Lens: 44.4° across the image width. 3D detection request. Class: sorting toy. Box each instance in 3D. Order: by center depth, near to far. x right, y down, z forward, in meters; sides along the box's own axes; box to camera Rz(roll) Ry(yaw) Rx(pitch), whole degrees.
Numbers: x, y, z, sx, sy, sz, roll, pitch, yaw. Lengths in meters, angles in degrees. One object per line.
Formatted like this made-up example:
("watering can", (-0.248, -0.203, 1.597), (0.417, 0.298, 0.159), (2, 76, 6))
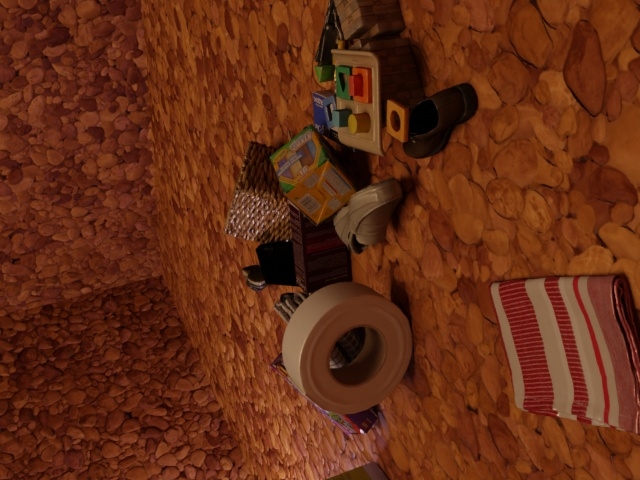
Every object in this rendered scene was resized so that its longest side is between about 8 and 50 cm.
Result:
("sorting toy", (0.061, -0.262, 1.493), (0.348, 0.047, 0.196), (-150, 49, -62))

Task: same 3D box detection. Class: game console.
("game console", (-0.069, 0.171, 2.292), (0.213, 0.044, 0.361), (0, 112, 49))

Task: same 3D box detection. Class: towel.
("towel", (0.385, 0.174, 1.249), (0.329, 0.037, 0.237), (168, 89, -69))
("towel", (0.031, 0.251, 1.967), (0.235, 0.121, 0.284), (53, 173, -30))

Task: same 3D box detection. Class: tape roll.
("tape roll", (0.060, 0.241, 1.753), (0.100, 0.286, 0.286), (33, 133, 59))

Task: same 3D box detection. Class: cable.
("cable", (0.042, -0.469, 1.694), (0.139, 0.072, 0.287), (-107, 26, -59))

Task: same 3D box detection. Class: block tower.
("block tower", (0.106, -0.386, 1.500), (0.091, 0.097, 0.335), (161, 96, -69))

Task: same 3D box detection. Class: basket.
("basket", (-0.139, -0.135, 2.267), (0.299, 0.223, 0.213), (117, 167, -60))

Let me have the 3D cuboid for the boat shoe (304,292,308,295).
("boat shoe", (-0.023, 0.265, 2.192), (0.302, 0.103, 0.113), (103, -177, -49))

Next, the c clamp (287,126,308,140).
("c clamp", (-0.045, -0.247, 2.055), (0.161, 0.022, 0.137), (-30, 76, 67))

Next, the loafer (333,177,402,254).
("loafer", (0.111, -0.049, 1.696), (0.319, 0.112, 0.111), (128, 120, -73))

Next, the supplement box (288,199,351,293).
("supplement box", (0.000, 0.000, 1.959), (0.073, 0.130, 0.239), (-142, 43, -58))

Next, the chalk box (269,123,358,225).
("chalk box", (-0.019, -0.165, 1.813), (0.132, 0.132, 0.213), (43, -164, -37))

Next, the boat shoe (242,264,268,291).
("boat shoe", (-0.210, 0.135, 2.646), (0.223, 0.080, 0.073), (-154, 47, -69))

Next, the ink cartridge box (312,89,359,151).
("ink cartridge box", (0.046, -0.274, 1.780), (0.207, 0.046, 0.097), (-140, 42, -57))

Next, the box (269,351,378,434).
("box", (0.003, 0.404, 2.099), (0.293, 0.057, 0.201), (41, 162, 0))

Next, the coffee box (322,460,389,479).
("coffee box", (0.075, 0.852, 2.046), (0.338, 0.334, 0.337), (-134, 36, -51))

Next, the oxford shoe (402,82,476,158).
("oxford shoe", (0.186, -0.209, 1.413), (0.082, 0.096, 0.227), (68, 159, 14))
